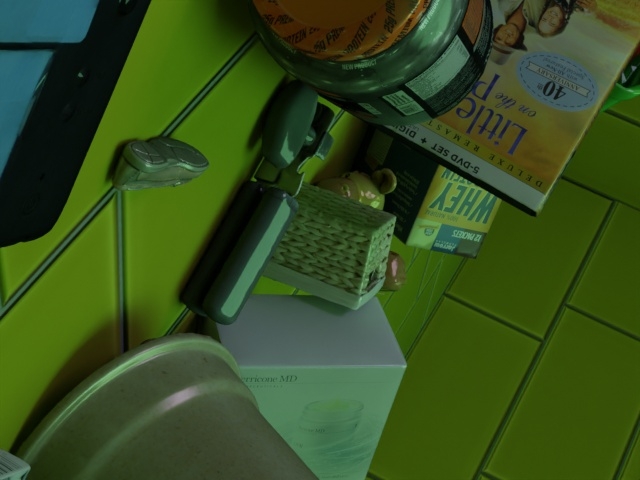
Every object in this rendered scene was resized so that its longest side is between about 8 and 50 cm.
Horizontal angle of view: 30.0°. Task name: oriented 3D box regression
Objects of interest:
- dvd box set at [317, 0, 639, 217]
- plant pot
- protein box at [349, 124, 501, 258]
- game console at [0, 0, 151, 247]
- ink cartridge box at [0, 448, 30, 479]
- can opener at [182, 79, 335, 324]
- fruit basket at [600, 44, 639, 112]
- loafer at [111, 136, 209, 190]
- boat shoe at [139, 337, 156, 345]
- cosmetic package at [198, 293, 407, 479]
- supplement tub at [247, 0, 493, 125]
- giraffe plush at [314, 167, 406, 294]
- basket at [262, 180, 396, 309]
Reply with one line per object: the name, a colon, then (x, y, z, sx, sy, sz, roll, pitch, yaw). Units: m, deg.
dvd box set: (0.219, -0.281, 1.356, 0.420, 0.307, 0.062, -58, 168, 0)
plant pot: (-0.099, 0.311, 1.156, 0.334, 0.305, 0.334, -37, 146, -31)
protein box: (0.164, -0.112, 1.755, 0.136, 0.200, 0.201, 11, 109, -33)
game console: (-0.203, -0.123, 0.680, 0.342, 0.060, 0.386, -68, 166, 15)
ink cartridge box: (-0.334, 0.281, 0.957, 0.208, 0.045, 0.206, -64, 168, 6)
can opener: (-0.077, -0.049, 1.342, 0.095, 0.076, 0.283, 40, 74, -43)
fruit basket: (0.345, -0.389, 1.644, 0.283, 0.392, 0.392, -55, 164, -36)
loafer: (-0.145, -0.066, 1.067, 0.039, 0.045, 0.125, -50, 165, 18)
boat shoe: (-0.203, 0.174, 1.243, 0.064, 0.060, 0.178, -1, 121, -47)
cosmetic package: (-0.041, 0.191, 1.477, 0.138, 0.224, 0.225, -114, -148, -50)
supplement tub: (0.052, -0.229, 1.150, 0.207, 0.207, 0.338, -65, 167, 4)
giraffe plush: (0.041, -0.019, 1.662, 0.210, 0.181, 0.171, 18, 76, -67)
basket: (0.000, 0.000, 1.485, 0.113, 0.167, 0.103, -36, 142, -65)
